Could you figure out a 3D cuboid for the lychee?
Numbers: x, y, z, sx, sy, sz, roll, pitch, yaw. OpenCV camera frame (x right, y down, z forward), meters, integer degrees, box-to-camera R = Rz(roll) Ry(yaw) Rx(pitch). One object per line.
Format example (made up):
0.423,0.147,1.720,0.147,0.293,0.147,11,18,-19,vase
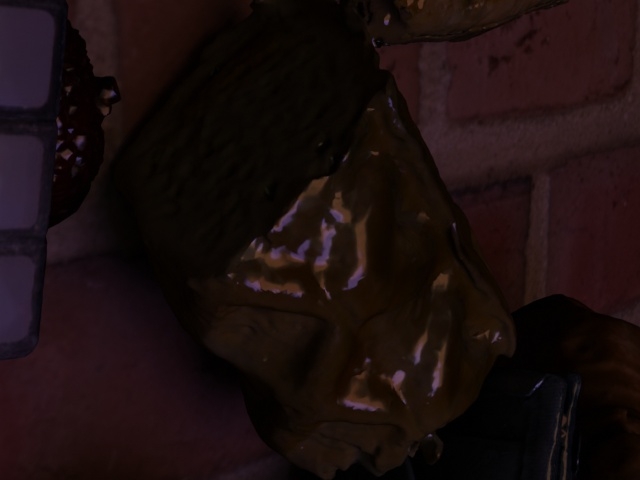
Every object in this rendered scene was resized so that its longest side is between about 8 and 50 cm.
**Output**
-0.168,-0.060,0.588,0.129,0.123,0.123,-19,114,-33,lychee

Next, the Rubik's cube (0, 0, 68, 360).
-0.247,-0.083,0.409,0.237,0.237,0.238,-4,103,-48,Rubik's cube

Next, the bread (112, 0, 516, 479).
0.002,0.004,0.729,0.238,0.196,0.252,-57,137,-18,bread

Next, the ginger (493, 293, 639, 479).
0.189,0.185,0.920,0.152,0.357,0.274,19,123,-10,ginger

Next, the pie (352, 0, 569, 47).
0.131,-0.224,0.902,0.282,0.068,0.128,-26,119,-45,pie

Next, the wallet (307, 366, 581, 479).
0.057,0.251,0.785,0.075,0.237,0.342,17,76,-39,wallet
